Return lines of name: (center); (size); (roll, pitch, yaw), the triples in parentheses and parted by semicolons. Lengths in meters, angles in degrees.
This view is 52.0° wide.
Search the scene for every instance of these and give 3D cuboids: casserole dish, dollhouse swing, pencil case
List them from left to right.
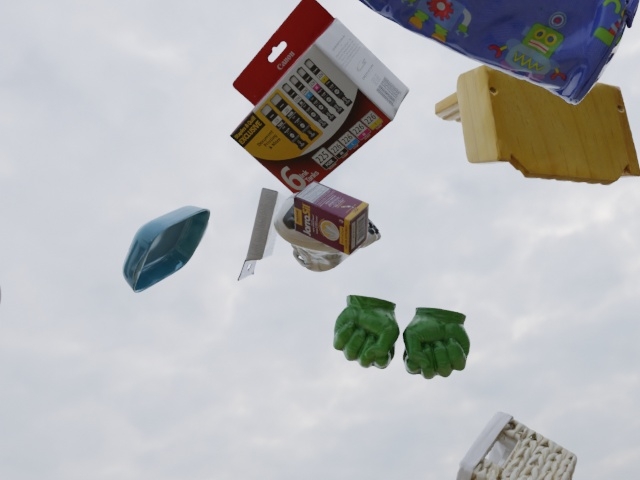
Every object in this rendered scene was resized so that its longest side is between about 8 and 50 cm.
casserole dish: (-0.223, 0.005, 0.944); (0.114, 0.037, 0.188); (-62, -10, 23)
pencil case: (0.142, -0.244, 0.613); (0.306, 0.119, 0.133); (26, -23, 1)
dollhouse swing: (0.458, -0.225, 1.502); (0.346, 0.315, 0.305); (3, -21, -18)

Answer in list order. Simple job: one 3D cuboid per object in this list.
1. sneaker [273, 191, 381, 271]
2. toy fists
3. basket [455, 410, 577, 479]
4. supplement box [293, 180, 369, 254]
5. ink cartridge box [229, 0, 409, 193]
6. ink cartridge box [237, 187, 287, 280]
sneaker: (0.000, 0.000, 1.012); (0.118, 0.110, 0.292); (-43, -17, 15)
toy fists: (0.165, 0.201, 1.341); (0.279, 0.142, 0.096); (9, -14, 6)
basket: (0.217, 0.305, 0.752); (0.113, 0.103, 0.167); (-32, -47, -45)
supplement box: (0.013, -0.028, 0.787); (0.043, 0.083, 0.055); (-41, -37, -37)
ink cartridge box: (-0.033, -0.277, 1.311); (0.272, 0.130, 0.309); (41, -45, -12)
ink cartridge box: (-0.135, -0.011, 1.590); (0.045, 0.224, 0.223); (15, 3, 2)
